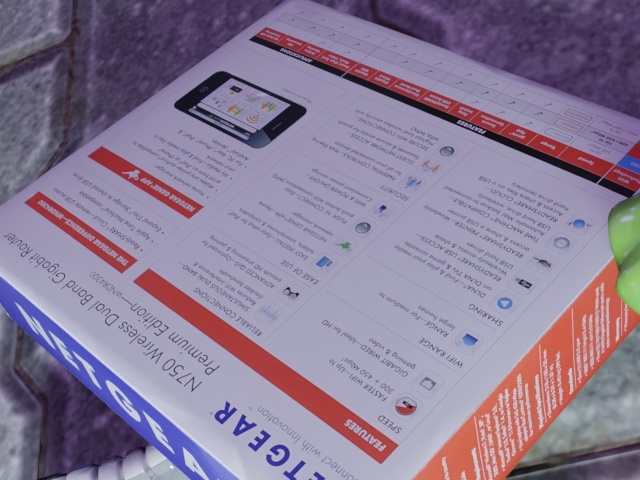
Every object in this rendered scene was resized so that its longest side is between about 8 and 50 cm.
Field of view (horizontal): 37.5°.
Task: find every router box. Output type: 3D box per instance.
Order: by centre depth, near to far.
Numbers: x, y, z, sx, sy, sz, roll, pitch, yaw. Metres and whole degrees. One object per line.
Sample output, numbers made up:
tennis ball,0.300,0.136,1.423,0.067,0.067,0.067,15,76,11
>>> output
router box,0.000,0.000,0.565,0.301,0.082,0.335,-41,50,-23

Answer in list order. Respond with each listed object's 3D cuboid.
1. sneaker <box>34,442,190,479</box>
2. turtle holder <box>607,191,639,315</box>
sneaker,-0.088,0.189,0.574,0.229,0.086,0.132,-22,69,13
turtle holder,0.307,-0.044,0.381,0.320,0.243,0.227,-46,61,42
